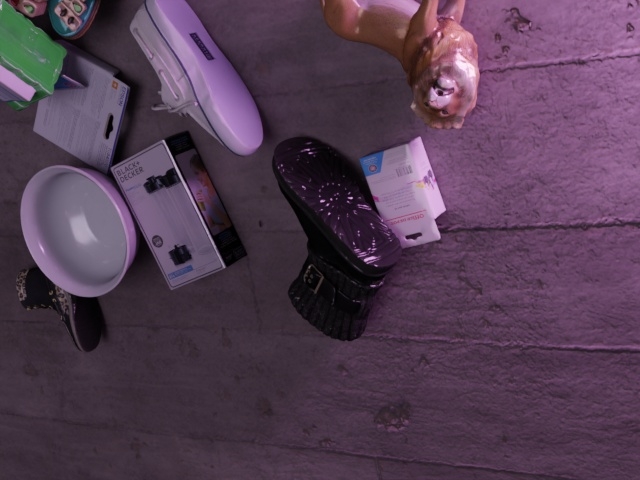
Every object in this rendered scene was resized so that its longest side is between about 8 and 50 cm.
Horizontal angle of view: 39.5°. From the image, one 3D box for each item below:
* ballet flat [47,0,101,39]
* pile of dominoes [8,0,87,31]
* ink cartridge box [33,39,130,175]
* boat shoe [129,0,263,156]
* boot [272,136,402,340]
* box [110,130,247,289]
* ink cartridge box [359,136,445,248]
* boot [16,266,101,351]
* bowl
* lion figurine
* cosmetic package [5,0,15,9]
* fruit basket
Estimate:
[{"bbox_3d":[-0.463,-0.569,1.733,0.116,0.124,0.343,8,113,6],"label":"ballet flat"},{"bbox_3d":[-0.506,-0.538,1.664,0.196,0.040,0.251,30,116,2],"label":"pile of dominoes"},{"bbox_3d":[-0.502,-0.284,1.905,0.224,0.045,0.223,31,120,16],"label":"ink cartridge box"},{"bbox_3d":[-0.259,-0.294,1.717,0.156,0.136,0.367,-36,86,33],"label":"boat shoe"},{"bbox_3d":[-0.003,0.002,1.693,0.348,0.131,0.260,57,148,24],"label":"boot"},{"bbox_3d":[-0.295,-0.061,1.851,0.169,0.087,0.290,-20,97,32],"label":"box"},{"bbox_3d":[0.155,-0.083,1.611,0.104,0.061,0.181,-15,100,32],"label":"ink cartridge box"},{"bbox_3d":[-0.621,0.157,2.113,0.178,0.085,0.236,-13,95,34],"label":"boot"},{"bbox_3d":[-0.498,-0.036,1.942,0.297,0.134,0.298,11,113,25],"label":"bowl"},{"bbox_3d":[0.120,-0.367,1.503,0.392,0.142,0.240,38,130,28],"label":"lion figurine"},{"bbox_3d":[-0.724,-0.569,1.857,0.365,0.155,0.197,-30,93,33],"label":"cosmetic package"},{"bbox_3d":[-0.711,-0.364,1.799,0.353,0.327,0.166,-4,67,26],"label":"fruit basket"}]
